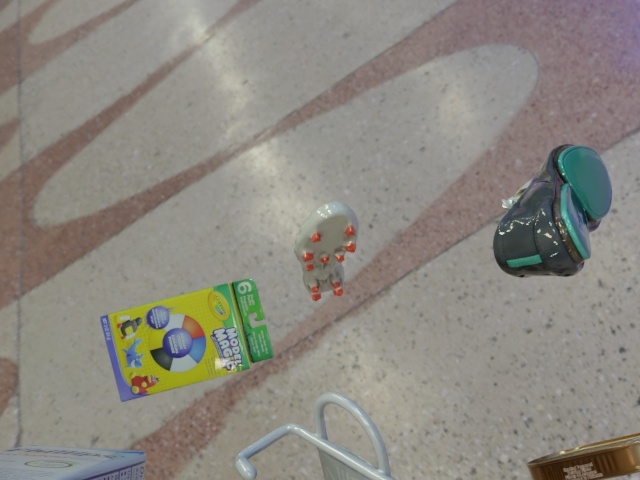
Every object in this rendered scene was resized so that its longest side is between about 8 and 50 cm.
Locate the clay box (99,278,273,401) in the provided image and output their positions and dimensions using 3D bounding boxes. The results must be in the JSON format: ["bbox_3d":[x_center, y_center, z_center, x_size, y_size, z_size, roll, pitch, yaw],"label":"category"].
[{"bbox_3d":[-0.188,0.139,1.128,0.222,0.128,0.053,-15,-2,3],"label":"clay box"}]

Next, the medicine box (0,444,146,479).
[{"bbox_3d":[-0.289,0.341,0.732,0.149,0.289,0.264,1,82,10],"label":"medicine box"}]

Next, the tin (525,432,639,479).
[{"bbox_3d":[0.332,0.258,0.931,0.189,0.106,0.040,-32,73,45],"label":"tin"}]

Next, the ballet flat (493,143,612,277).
[{"bbox_3d":[0.168,-0.022,0.584,0.074,0.074,0.203,-13,13,28],"label":"ballet flat"}]

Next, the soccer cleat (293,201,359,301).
[{"bbox_3d":[0.000,0.000,0.855,0.068,0.196,0.076,-10,65,-7],"label":"soccer cleat"}]

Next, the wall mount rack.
[{"bbox_3d":[0.044,0.350,0.832,0.130,0.350,0.304,-27,28,-32],"label":"wall mount rack"}]
